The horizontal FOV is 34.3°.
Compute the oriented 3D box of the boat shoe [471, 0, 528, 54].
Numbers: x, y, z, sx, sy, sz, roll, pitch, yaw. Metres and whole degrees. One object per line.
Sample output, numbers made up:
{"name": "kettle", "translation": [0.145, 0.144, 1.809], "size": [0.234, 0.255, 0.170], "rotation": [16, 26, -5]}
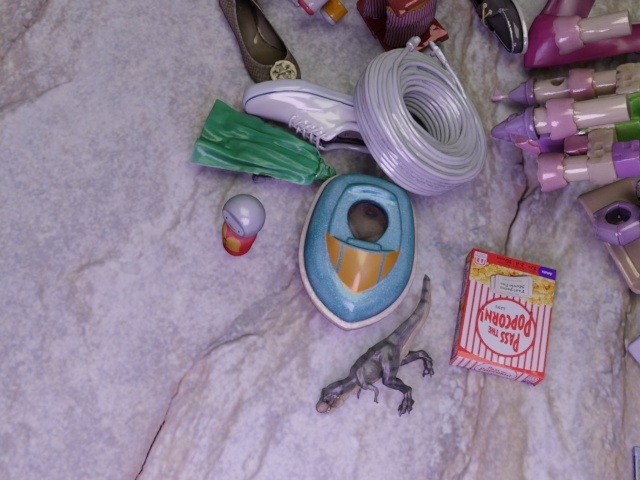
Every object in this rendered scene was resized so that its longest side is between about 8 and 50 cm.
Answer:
{"name": "boat shoe", "translation": [0.316, -0.431, 1.910], "size": [0.068, 0.081, 0.228], "rotation": [-11, 62, -12]}

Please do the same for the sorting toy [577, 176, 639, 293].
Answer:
{"name": "sorting toy", "translation": [0.570, -0.019, 1.799], "size": [0.193, 0.038, 0.208], "rotation": [-20, 67, -18]}

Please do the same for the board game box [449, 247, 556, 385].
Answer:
{"name": "board game box", "translation": [0.296, 0.123, 1.678], "size": [0.146, 0.045, 0.194], "rotation": [14, 65, -4]}

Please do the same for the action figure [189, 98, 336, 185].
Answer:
{"name": "action figure", "translation": [-0.085, -0.141, 1.714], "size": [0.232, 0.063, 0.137], "rotation": [18, 63, 2]}

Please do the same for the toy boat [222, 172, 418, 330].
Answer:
{"name": "toy boat", "translation": [0.000, 0.000, 1.621], "size": [0.318, 0.148, 0.268], "rotation": [9, 65, -7]}

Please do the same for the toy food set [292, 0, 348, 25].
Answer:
{"name": "toy food set", "translation": [-0.067, -0.457, 1.841], "size": [0.104, 0.111, 0.232], "rotation": [-42, 90, 8]}

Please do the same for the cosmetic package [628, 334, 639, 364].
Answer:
{"name": "cosmetic package", "translation": [0.776, 0.133, 1.605], "size": [0.393, 0.329, 0.327], "rotation": [-34, 77, -23]}

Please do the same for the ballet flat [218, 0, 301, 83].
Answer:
{"name": "ballet flat", "translation": [-0.108, -0.359, 1.808], "size": [0.084, 0.058, 0.250], "rotation": [-22, 72, -18]}

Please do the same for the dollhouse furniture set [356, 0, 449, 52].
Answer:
{"name": "dollhouse furniture set", "translation": [0.246, -0.490, 1.803], "size": [0.374, 0.201, 0.152], "rotation": [-32, 74, -4]}

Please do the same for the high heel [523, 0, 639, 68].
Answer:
{"name": "high heel", "translation": [0.560, -0.331, 1.918], "size": [0.377, 0.127, 0.181], "rotation": [24, 93, -4]}

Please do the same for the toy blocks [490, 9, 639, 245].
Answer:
{"name": "toy blocks", "translation": [0.411, -0.176, 1.746], "size": [0.260, 0.309, 0.289], "rotation": [-8, 43, 24]}

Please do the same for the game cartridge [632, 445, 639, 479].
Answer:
{"name": "game cartridge", "translation": [0.517, 0.367, 1.628], "size": [0.056, 0.017, 0.083], "rotation": [10, 65, -10]}

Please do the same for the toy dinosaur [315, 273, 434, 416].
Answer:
{"name": "toy dinosaur", "translation": [0.115, 0.189, 1.591], "size": [0.268, 0.064, 0.118], "rotation": [-46, 106, -12]}

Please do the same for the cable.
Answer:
{"name": "cable", "translation": [0.163, -0.197, 1.718], "size": [0.257, 0.089, 0.257], "rotation": [56, 42, 0]}

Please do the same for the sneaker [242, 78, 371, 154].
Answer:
{"name": "sneaker", "translation": [-0.004, -0.202, 1.738], "size": [0.258, 0.094, 0.091], "rotation": [8, 61, -8]}
